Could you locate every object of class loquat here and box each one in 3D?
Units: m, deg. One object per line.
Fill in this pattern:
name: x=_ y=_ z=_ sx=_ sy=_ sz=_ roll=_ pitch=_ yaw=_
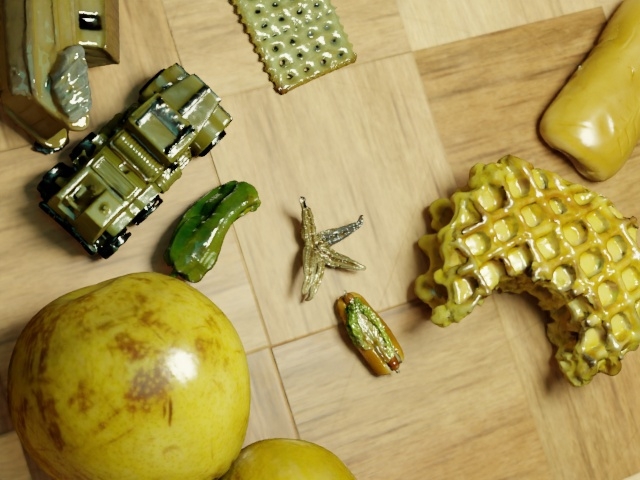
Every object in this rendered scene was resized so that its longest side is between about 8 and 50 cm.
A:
loquat: x=-0.040 y=0.339 z=1.405 sx=0.213 sy=0.246 sz=0.214 roll=3 pitch=82 yaw=-22

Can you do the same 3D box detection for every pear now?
pear: x=-0.210 y=0.170 z=1.366 sx=0.280 sy=0.280 sz=0.281 roll=4 pitch=79 yaw=-19

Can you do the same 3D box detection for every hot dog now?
hot dog: x=0.065 y=0.122 z=1.589 sx=0.056 sy=0.041 sz=0.133 roll=-36 pitch=94 yaw=-22

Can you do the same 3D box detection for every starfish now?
starfish: x=-0.001 y=0.000 z=1.586 sx=0.133 sy=0.041 sz=0.130 roll=-33 pitch=101 yaw=-28

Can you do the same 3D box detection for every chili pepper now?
chili pepper: x=-0.149 y=0.002 z=1.515 sx=0.073 sy=0.072 sz=0.204 roll=45 pitch=66 yaw=-21

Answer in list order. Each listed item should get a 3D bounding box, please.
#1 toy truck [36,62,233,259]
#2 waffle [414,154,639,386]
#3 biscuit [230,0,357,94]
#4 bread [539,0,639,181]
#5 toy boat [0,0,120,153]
toy truck: x=-0.222 y=-0.107 z=1.485 sx=0.127 sy=0.127 sz=0.257 roll=44 pitch=66 yaw=-6
waffle: x=0.295 y=0.043 z=1.633 sx=0.324 sy=0.151 sz=0.261 roll=25 pitch=76 yaw=-15
biscuit: x=-0.043 y=-0.311 z=1.641 sx=0.144 sy=0.016 sz=0.203 roll=-25 pitch=90 yaw=-22
bread: x=0.443 y=-0.231 z=1.765 sx=0.142 sy=0.091 sz=0.305 roll=40 pitch=71 yaw=-15
toy boat: x=-0.322 y=-0.338 z=1.487 sx=0.162 sy=0.136 sz=0.446 roll=0 pitch=79 yaw=-29
